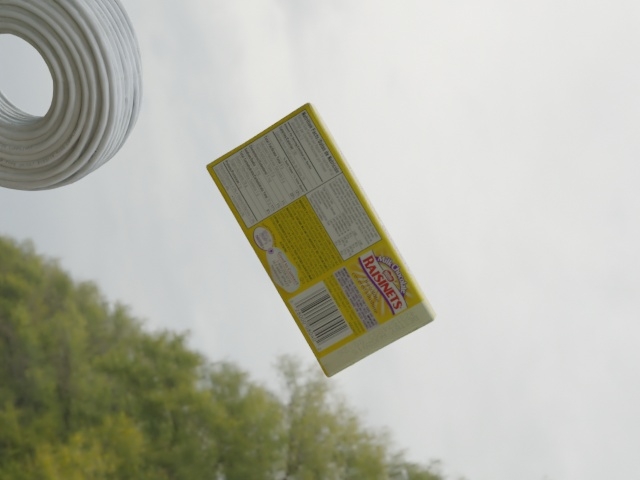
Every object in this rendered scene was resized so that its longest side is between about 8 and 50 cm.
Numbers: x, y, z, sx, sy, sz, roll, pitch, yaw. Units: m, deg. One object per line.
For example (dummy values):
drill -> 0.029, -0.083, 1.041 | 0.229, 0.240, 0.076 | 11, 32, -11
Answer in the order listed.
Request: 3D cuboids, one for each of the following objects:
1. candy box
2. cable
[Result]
candy box -> 0.000, 0.000, 0.960 | 0.205, 0.105, 0.027 | 60, 11, 1
cable -> -0.319, -0.180, 1.240 | 0.089, 0.257, 0.257 | -52, 154, -63
